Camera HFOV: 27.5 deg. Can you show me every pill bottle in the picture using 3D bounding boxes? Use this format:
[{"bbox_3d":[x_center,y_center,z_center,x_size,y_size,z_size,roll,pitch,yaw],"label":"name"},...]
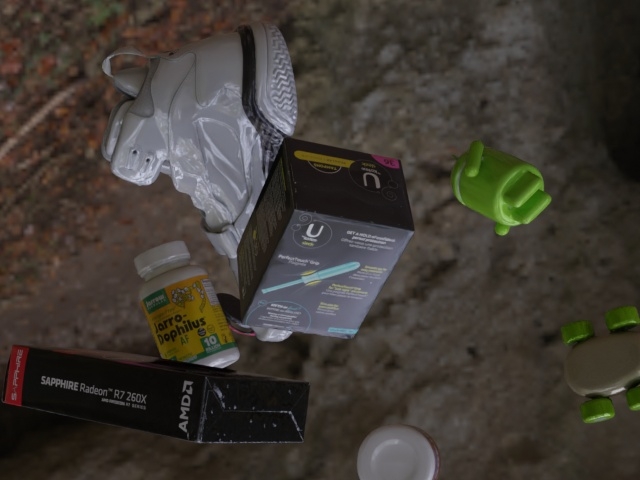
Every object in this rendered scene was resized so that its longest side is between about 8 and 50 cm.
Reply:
[{"bbox_3d":[-0.217,0.111,2.063,0.117,0.208,0.117,-22,172,-3],"label":"pill bottle"},{"bbox_3d":[0.129,0.351,2.073,0.121,0.121,0.216,-7,171,8],"label":"pill bottle"}]

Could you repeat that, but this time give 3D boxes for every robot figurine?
[{"bbox_3d":[0.178,-0.056,1.319,0.115,0.067,0.101,32,163,50],"label":"robot figurine"}]

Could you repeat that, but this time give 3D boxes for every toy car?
[{"bbox_3d":[0.483,0.203,2.066,0.149,0.155,0.188,-21,159,28],"label":"toy car"}]

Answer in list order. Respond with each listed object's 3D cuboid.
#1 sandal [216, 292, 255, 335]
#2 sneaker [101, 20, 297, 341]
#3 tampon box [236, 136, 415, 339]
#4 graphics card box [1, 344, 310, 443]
[{"bbox_3d":[-0.128,0.139,2.241,0.040,0.067,0.179,-41,143,17],"label":"sandal"},{"bbox_3d":[-0.131,-0.056,1.465,0.210,0.366,0.137,-7,-165,-13],"label":"sneaker"},{"bbox_3d":[0.000,0.000,1.245,0.120,0.101,0.161,10,134,-19],"label":"tampon box"},{"bbox_3d":[-0.228,0.211,1.808,0.371,0.094,0.232,6,176,37],"label":"graphics card box"}]
